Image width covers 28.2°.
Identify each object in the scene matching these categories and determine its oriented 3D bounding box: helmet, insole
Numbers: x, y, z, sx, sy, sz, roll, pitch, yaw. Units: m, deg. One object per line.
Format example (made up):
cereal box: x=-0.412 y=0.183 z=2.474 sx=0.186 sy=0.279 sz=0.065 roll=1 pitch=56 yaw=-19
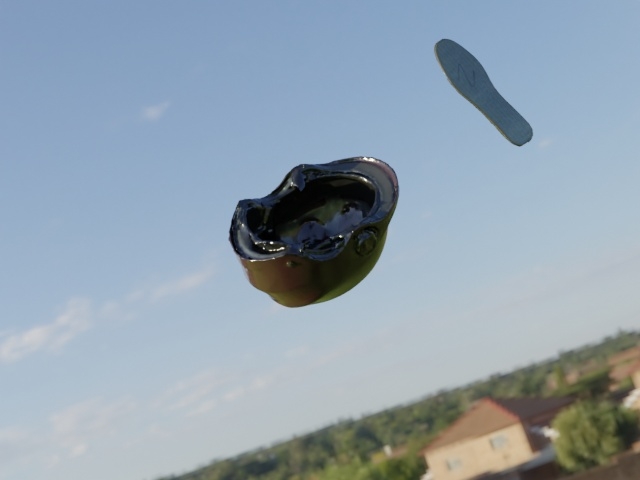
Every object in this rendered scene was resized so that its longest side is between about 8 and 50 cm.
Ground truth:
helmet: x=0.000 y=0.000 z=0.877 sx=0.123 sy=0.098 sz=0.070 roll=-25 pitch=-51 yaw=-17
insole: x=0.223 y=-0.205 z=1.751 sx=0.064 sy=0.188 sz=0.004 roll=-39 pitch=-5 yaw=-28
